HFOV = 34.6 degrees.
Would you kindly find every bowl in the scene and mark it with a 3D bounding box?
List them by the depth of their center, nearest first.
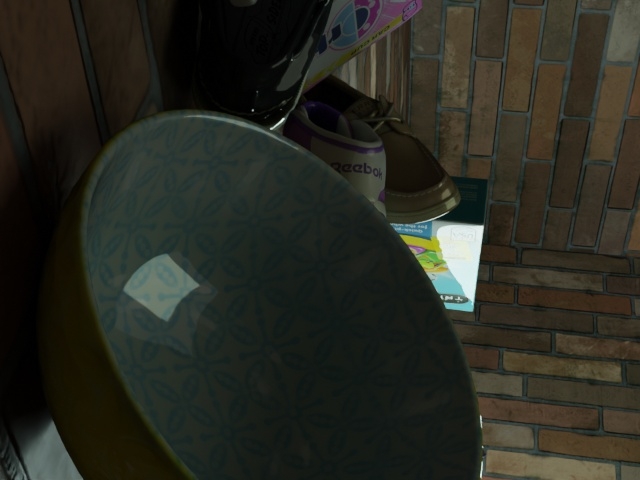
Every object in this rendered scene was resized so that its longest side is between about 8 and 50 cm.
[{"bbox_3d":[-0.058,0.084,0.608,0.156,0.289,0.289,-39,-159,32],"label":"bowl"}]

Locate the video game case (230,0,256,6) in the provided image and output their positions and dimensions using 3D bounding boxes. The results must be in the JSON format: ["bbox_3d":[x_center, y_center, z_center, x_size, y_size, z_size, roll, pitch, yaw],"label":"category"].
[{"bbox_3d":[-0.052,-0.280,0.665,0.173,0.022,0.190,-62,140,-34],"label":"video game case"}]

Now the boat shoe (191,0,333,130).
[{"bbox_3d":[-0.031,-0.257,0.809,0.113,0.127,0.340,111,-4,-76],"label":"boat shoe"}]

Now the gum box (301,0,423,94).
[{"bbox_3d":[0.016,-0.228,0.990,0.188,0.062,0.107,-37,158,-10],"label":"gum box"}]

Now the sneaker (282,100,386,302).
[{"bbox_3d":[-0.014,-0.028,0.852,0.282,0.102,0.161,176,-82,-66],"label":"sneaker"}]

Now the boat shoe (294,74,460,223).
[{"bbox_3d":[0.050,-0.115,1.186,0.302,0.109,0.098,44,-28,50],"label":"boat shoe"}]

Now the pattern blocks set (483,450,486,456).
[{"bbox_3d":[0.067,0.306,1.217,0.026,0.324,0.285,0,68,-48],"label":"pattern blocks set"}]

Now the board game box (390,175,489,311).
[{"bbox_3d":[0.124,0.005,1.611,0.336,0.253,0.079,78,20,-64],"label":"board game box"}]
